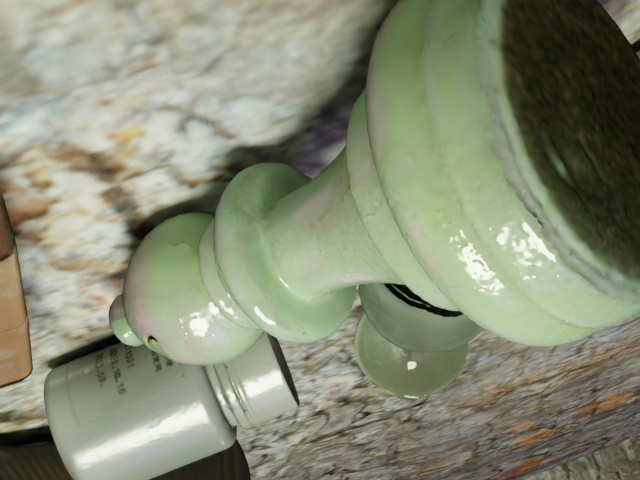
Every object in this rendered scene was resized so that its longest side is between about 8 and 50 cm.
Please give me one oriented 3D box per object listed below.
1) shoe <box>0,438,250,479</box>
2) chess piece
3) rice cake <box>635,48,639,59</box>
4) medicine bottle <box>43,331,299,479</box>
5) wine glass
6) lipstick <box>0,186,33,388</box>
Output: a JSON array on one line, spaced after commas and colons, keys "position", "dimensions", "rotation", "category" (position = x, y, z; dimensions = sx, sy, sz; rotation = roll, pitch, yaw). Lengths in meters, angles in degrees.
[{"position": [-0.176, 0.179, 0.779], "dimensions": [0.275, 0.103, 0.098], "rotation": [-1, 154, -31], "category": "shoe"}, {"position": [0.000, 0.000, 0.475], "dimensions": [0.272, 0.139, 0.139], "rotation": [-24, 164, 41], "category": "chess piece"}, {"position": [0.188, -0.093, 0.521], "dimensions": [0.207, 0.036, 0.047], "rotation": [-33, 148, 30], "category": "rice cake"}, {"position": [-0.083, 0.088, 0.653], "dimensions": [0.130, 0.080, 0.080], "rotation": [-21, 161, -1], "category": "medicine bottle"}, {"position": [0.060, 0.035, 0.665], "dimensions": [0.079, 0.079, 0.195], "rotation": [-19, 162, -6], "category": "wine glass"}, {"position": [-0.145, 0.023, 0.467], "dimensions": [0.045, 0.045, 0.145], "rotation": [-13, 160, -17], "category": "lipstick"}]
